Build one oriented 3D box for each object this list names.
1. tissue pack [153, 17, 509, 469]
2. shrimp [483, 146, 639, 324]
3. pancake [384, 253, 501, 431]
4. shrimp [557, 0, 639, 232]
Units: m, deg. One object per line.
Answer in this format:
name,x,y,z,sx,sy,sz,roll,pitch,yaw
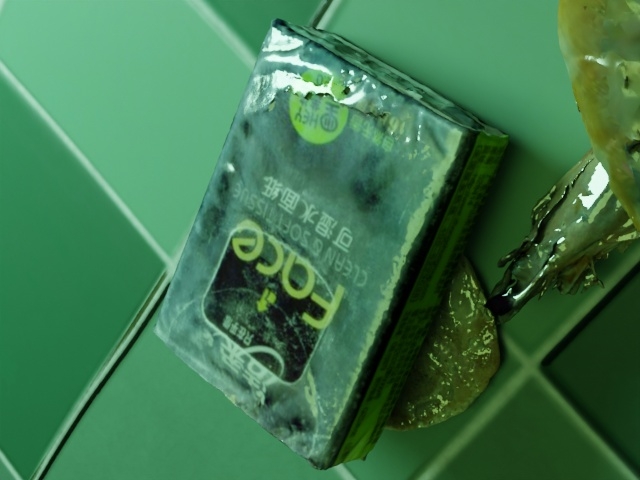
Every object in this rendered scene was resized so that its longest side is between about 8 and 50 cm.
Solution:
tissue pack,0.000,0.000,0.770,0.173,0.073,0.235,36,113,32
shrimp,0.191,0.005,0.661,0.219,0.046,0.152,-42,73,28
pancake,0.050,0.057,0.805,0.151,0.025,0.152,8,104,34
shrimp,0.185,-0.097,0.529,0.185,0.068,0.287,40,142,25
